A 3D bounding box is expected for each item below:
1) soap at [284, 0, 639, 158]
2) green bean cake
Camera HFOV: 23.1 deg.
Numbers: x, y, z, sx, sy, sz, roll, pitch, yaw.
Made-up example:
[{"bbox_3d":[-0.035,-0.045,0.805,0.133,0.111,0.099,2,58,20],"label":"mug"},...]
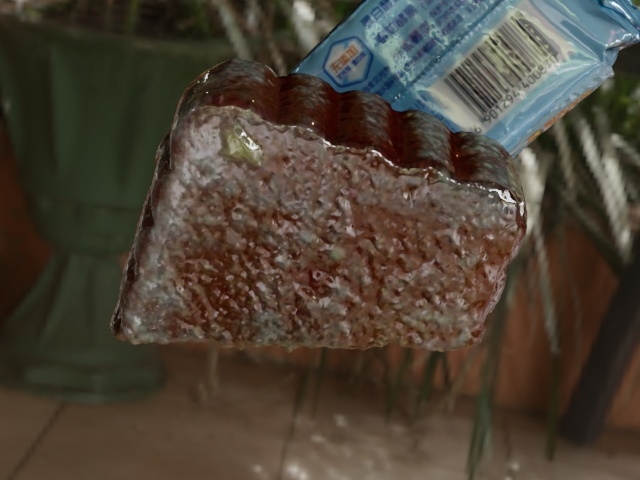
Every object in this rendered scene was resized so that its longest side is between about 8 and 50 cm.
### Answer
[{"bbox_3d":[0.076,-0.106,1.082,0.156,0.293,0.077,50,15,4],"label":"soap"},{"bbox_3d":[0.000,0.000,0.987,0.233,0.198,0.097,14,29,-6],"label":"green bean cake"}]
